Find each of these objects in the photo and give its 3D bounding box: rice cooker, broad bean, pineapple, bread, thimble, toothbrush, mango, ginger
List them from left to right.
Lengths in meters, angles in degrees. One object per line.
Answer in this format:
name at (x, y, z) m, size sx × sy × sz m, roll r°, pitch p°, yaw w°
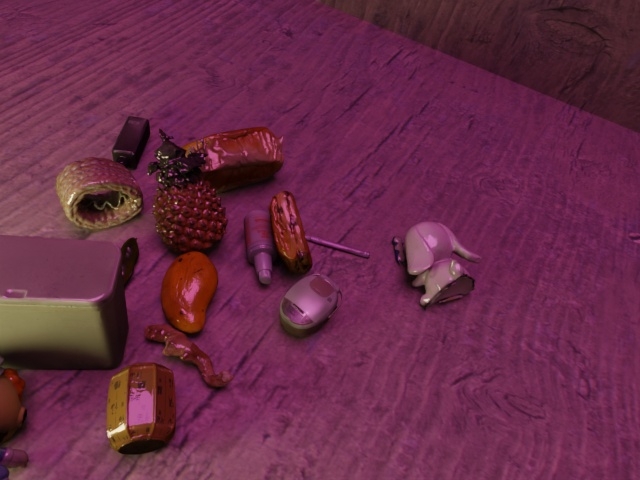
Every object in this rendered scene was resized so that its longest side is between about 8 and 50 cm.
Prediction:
thimble at (-0.680, -0.149, 1.490) m, size 0.229 × 0.196 × 0.148 m, roll -21°, pitch 57°, yaw -27°
broad bean at (-0.582, 0.086, 1.413) m, size 0.065 × 0.046 × 0.254 m, roll 14°, pitch 49°, yaw -3°
pineapple at (-0.408, -0.154, 1.450) m, size 0.223 × 0.357 × 0.223 m, roll -5°, pitch 28°, yaw 3°
ginger at (-0.351, 0.299, 1.271) m, size 0.288 × 0.075 × 0.089 m, roll 32°, pitch 21°, yaw 20°
mango at (-0.373, 0.138, 1.376) m, size 0.157 × 0.109 × 0.262 m, roll 1°, pitch 47°, yaw -10°
bread at (-0.322, -0.288, 1.699) m, size 0.389 × 0.236 × 0.183 m, roll -14°, pitch 70°, yaw -35°
bread at (-0.099, -0.018, 1.517) m, size 0.099 × 0.210 × 0.235 m, roll -16°, pitch 72°, yaw -3°
rice cooker at (-0.031, 0.190, 1.415) m, size 0.145 × 0.127 × 0.206 m, roll 39°, pitch 48°, yaw 18°
toothbrush at (0.000, 0.000, 1.649) m, size 0.354 × 0.029 × 0.024 m, roll 17°, pitch 63°, yaw -1°

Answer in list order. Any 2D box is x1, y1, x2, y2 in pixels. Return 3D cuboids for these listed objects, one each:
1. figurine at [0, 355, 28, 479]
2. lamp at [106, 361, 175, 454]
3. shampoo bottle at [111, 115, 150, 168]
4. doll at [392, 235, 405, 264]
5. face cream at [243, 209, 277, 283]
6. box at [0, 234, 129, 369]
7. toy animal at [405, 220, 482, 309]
figurine at (-0.705, 0.412, 1.003) m, size 0.224 × 0.205 × 0.382 m, roll -34°, pitch 73°, yaw -28°
lamp at (-0.414, 0.389, 1.124) m, size 0.161 × 0.161 × 0.185 m, roll -2°, pitch 54°, yaw -16°
shampoo bottle at (-0.683, -0.345, 1.738) m, size 0.080 × 0.079 × 0.246 m, roll 8°, pitch 48°, yaw -6°
doll at (0.277, 0.033, 1.694) m, size 0.037 × 0.027 × 0.125 m, roll 9°, pitch 48°, yaw -17°
face cream at (-0.187, 0.026, 1.530) m, size 0.101 × 0.101 × 0.251 m, roll 0°, pitch 50°, yaw -15°
box at (-0.643, 0.159, 1.134) m, size 0.352 × 0.344 × 0.177 m, roll 3°, pitch 50°, yaw -12°
toy animal at (0.380, 0.070, 1.591) m, size 0.249 × 0.174 × 0.289 m, roll -32°, pitch 65°, yaw -35°
